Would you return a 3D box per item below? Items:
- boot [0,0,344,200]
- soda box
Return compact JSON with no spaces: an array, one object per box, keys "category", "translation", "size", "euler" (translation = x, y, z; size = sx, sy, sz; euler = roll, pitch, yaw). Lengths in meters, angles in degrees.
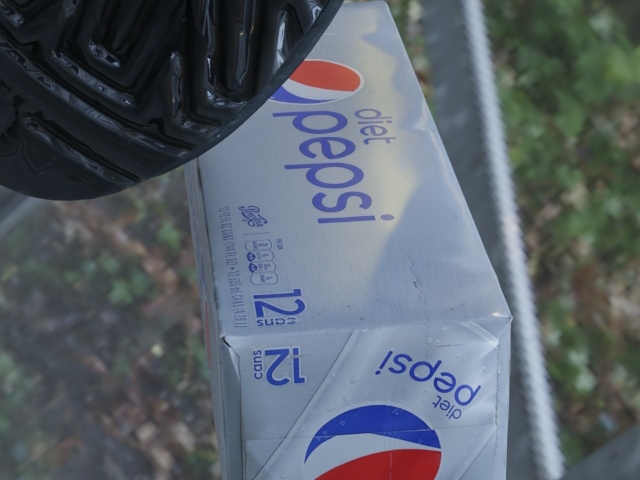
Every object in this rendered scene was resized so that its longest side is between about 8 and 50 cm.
[{"category":"boot","translation":[0.014,-0.170,0.687],"size":[0.131,0.348,0.260],"euler":[40,15,5]},{"category":"soda box","translation":[0.000,0.000,0.741],"size":[0.098,0.091,0.286],"euler":[-4,28,-6]}]
